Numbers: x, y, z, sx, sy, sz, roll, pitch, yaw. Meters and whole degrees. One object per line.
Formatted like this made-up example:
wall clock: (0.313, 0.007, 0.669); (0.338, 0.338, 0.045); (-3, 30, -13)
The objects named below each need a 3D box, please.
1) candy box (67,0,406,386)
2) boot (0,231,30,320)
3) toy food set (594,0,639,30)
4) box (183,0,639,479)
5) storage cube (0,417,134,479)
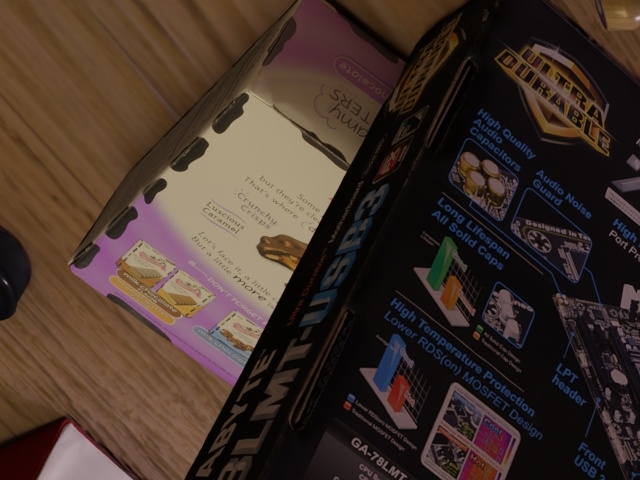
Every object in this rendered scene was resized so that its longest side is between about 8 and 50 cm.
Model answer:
candy box: (0.000, 0.000, 0.818); (0.165, 0.070, 0.196); (37, 143, -12)
boot: (-0.306, 0.056, 0.960); (0.246, 0.207, 0.094); (17, 142, 15)
toy food set: (0.134, -0.100, 0.659); (0.122, 0.019, 0.078); (20, 143, 10)
box: (0.114, 0.092, 0.672); (0.295, 0.293, 0.073); (39, 140, -16)
storage cube: (-0.189, 0.257, 1.130); (0.193, 0.215, 0.183); (-27, 117, 40)
